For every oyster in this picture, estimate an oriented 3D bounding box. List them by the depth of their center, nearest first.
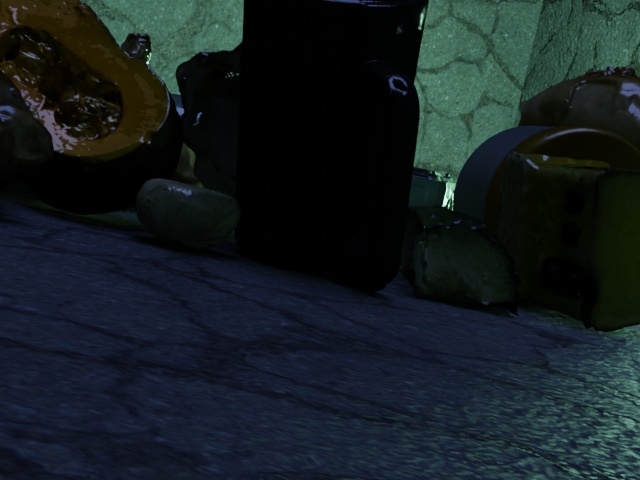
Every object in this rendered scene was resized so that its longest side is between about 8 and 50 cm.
[{"bbox_3d":[-0.064,-0.118,1.729,0.201,0.354,0.107,-22,35,1],"label":"oyster"}]

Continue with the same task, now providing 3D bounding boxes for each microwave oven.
[{"bbox_3d":[0.171,-0.071,2.511,0.163,0.129,0.205,15,4,14],"label":"microwave oven"}]

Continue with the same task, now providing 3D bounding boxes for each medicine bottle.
[{"bbox_3d":[0.327,-0.042,1.924,0.238,0.238,0.232,12,4,-11],"label":"medicine bottle"}]

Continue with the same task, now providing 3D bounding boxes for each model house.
[{"bbox_3d":[0.317,-0.007,1.701,0.175,0.193,0.234,-2,10,-31],"label":"model house"}]

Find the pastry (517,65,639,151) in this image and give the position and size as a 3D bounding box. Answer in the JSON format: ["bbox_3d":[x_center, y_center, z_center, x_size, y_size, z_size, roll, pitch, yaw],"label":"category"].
[{"bbox_3d":[0.487,-0.096,2.194,0.409,0.245,0.409,27,-34,20],"label":"pastry"}]

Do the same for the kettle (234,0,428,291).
[{"bbox_3d":[0.028,-0.125,1.534,0.262,0.308,0.203,15,19,30],"label":"kettle"}]

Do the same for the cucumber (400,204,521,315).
[{"bbox_3d":[0.160,0.014,1.679,0.145,0.105,0.325,12,2,-4],"label":"cucumber"}]

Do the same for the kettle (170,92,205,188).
[{"bbox_3d":[-0.282,-0.134,2.020,0.236,0.161,0.221,12,36,5],"label":"kettle"}]

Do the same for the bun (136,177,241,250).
[{"bbox_3d":[-0.146,-0.026,1.500,0.115,0.069,0.115,14,5,-1],"label":"bun"}]

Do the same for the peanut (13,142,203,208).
[{"bbox_3d":[-0.310,-0.130,1.814,0.340,0.158,0.174,18,-31,9],"label":"peanut"}]

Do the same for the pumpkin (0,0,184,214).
[{"bbox_3d":[-0.281,-0.170,1.638,0.222,0.139,0.317,-33,56,-27],"label":"pumpkin"}]

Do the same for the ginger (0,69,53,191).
[{"bbox_3d":[-0.440,-0.137,1.457,0.375,0.176,0.256,15,-10,21],"label":"ginger"}]
